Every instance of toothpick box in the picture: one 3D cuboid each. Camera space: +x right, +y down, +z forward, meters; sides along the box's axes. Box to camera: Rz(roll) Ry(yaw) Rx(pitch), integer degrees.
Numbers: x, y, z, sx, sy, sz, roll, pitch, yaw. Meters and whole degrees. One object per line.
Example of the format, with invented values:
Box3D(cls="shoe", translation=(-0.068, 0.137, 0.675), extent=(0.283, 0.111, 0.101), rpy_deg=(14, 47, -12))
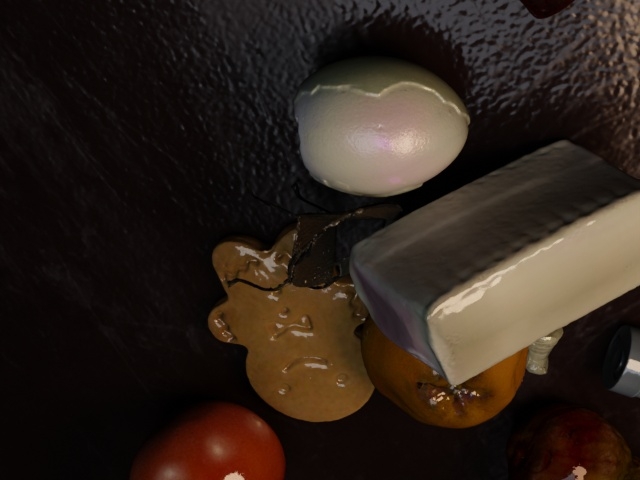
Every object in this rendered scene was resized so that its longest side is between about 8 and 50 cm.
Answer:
Box3D(cls="toothpick box", translation=(0.502, 0.191, 1.464), extent=(0.153, 0.101, 0.101), rpy_deg=(17, 121, -2))

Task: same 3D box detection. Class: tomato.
Box3D(cls="tomato", translation=(-0.178, 0.375, 1.604), extent=(0.256, 0.256, 0.224), rpy_deg=(-36, 92, 25))

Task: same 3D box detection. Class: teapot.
Box3D(cls="teapot", translation=(0.322, 0.156, 1.505), extent=(0.067, 0.057, 0.083), rpy_deg=(31, 132, 33))

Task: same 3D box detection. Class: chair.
Box3D(cls="chair", translation=(0.000, 0.000, 1.349), extent=(0.213, 0.174, 0.149), rpy_deg=(7, 94, 38))

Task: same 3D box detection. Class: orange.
Box3D(cls="orange", translation=(0.176, 0.169, 1.451), extent=(0.249, 0.183, 0.249), rpy_deg=(3, 124, 5))

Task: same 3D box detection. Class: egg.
Box3D(cls="egg", translation=(0.082, -0.148, 1.293), extent=(0.217, 0.183, 0.183), rpy_deg=(-6, 118, 11))

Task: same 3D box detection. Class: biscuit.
Box3D(cls="biscuit", translation=(-0.036, 0.137, 1.553), extent=(0.275, 0.052, 0.355), rpy_deg=(-8, 117, 14))

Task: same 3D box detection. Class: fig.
Box3D(cls="fig", translation=(0.410, 0.352, 1.562), extent=(0.290, 0.190, 0.190), rpy_deg=(17, 129, -43))

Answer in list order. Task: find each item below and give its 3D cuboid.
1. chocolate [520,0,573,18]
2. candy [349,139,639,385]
Box3D(cls="chocolate", translation=(0.263, -0.329, 1.219), extent=(0.149, 0.080, 0.125), rpy_deg=(9, 120, 3))
Box3D(cls="candy", translation=(0.239, 0.023, 1.278), extent=(0.359, 0.208, 0.145), rpy_deg=(-28, 122, -11))
